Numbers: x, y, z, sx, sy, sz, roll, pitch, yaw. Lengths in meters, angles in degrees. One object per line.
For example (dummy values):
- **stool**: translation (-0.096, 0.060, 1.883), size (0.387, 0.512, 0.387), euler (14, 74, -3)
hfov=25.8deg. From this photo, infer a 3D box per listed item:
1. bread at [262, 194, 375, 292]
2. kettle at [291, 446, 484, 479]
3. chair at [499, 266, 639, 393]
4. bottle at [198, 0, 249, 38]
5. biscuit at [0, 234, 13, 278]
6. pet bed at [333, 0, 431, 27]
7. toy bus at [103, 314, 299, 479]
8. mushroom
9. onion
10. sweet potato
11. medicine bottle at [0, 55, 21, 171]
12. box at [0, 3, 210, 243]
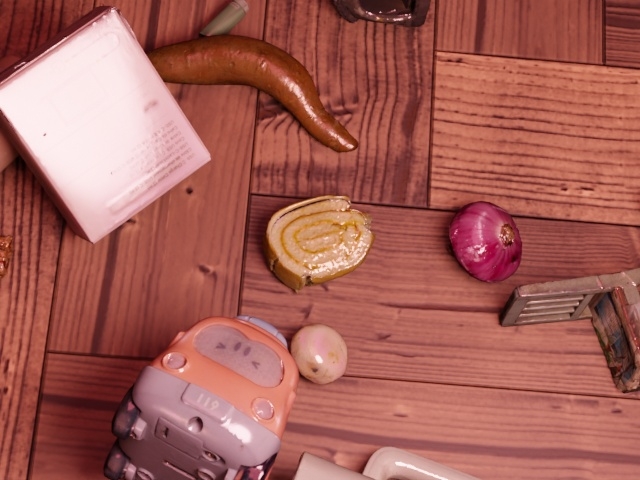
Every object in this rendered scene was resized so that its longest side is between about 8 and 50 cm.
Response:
- **bread**: translation (0.000, 0.000, 1.901), size (0.156, 0.064, 0.117), euler (-17, 76, -11)
- **kettle**: translation (0.094, 0.395, 1.712), size (0.318, 0.265, 0.205), euler (19, 101, 4)
- **chair**: translation (0.391, 0.123, 1.839), size (0.270, 0.136, 0.147), euler (-11, 69, -9)
- **bottle**: translation (-0.139, -0.317, 2.027), size (0.030, 0.030, 0.083), euler (39, 72, 11)
- **biscuit**: translation (-0.516, 0.014, 1.880), size (0.199, 0.034, 0.064), euler (7, 69, 0)
- **pet bed**: translation (0.080, -0.427, 2.000), size (0.159, 0.183, 0.211), euler (3, 69, -4)
- **toy bus**: translation (-0.124, 0.214, 1.708), size (0.194, 0.287, 0.232), euler (29, 56, 7)
- **mushroom**: translation (-0.004, 0.150, 1.843), size (0.083, 0.067, 0.083), euler (20, 60, -39)
- **onion**: translation (0.219, 0.004, 1.901), size (0.104, 0.115, 0.115), euler (-20, 65, 37)
- **sweet potato**: translation (-0.094, -0.229, 1.978), size (0.346, 0.079, 0.108), euler (22, 99, 3)
- **medicine bottle**: translation (-0.474, -0.132, 1.895), size (0.114, 0.114, 0.252), euler (40, 73, 11)
- **box**: translation (-0.300, -0.155, 1.857), size (0.203, 0.106, 0.251), euler (-39, 111, -16)
